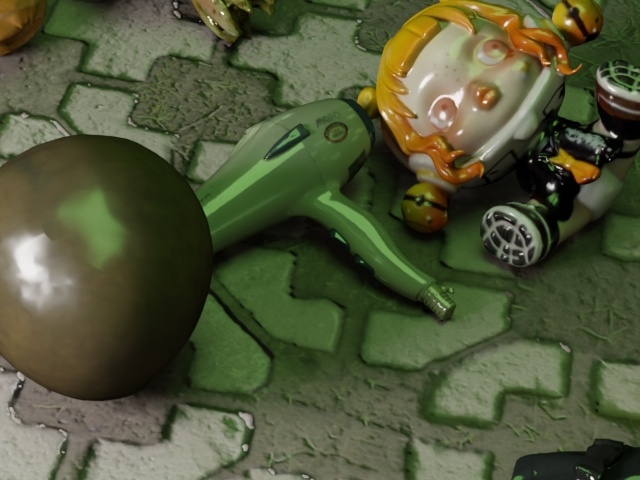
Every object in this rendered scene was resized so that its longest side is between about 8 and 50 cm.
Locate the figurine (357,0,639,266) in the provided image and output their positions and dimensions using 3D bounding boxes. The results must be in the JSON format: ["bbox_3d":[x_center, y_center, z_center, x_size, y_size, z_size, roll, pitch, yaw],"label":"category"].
[{"bbox_3d":[0.193,-0.145,2.012,0.323,0.196,0.320,41,90,20],"label":"figurine"}]

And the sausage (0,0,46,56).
[{"bbox_3d":[-0.445,-0.295,2.159,0.241,0.120,0.136,23,29,19],"label":"sausage"}]

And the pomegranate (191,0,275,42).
[{"bbox_3d":[-0.175,-0.377,2.243,0.302,0.236,0.236,50,51,2],"label":"pomegranate"}]

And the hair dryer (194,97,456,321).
[{"bbox_3d":[-0.041,-0.005,1.910,0.296,0.119,0.298,-16,58,-16],"label":"hair dryer"}]

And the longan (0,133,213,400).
[{"bbox_3d":[-0.220,0.026,1.727,0.258,0.258,0.258,4,41,-3],"label":"longan"}]

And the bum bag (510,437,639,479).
[{"bbox_3d":[0.299,0.235,1.689,0.248,0.060,0.123,0,42,-7],"label":"bum bag"}]
